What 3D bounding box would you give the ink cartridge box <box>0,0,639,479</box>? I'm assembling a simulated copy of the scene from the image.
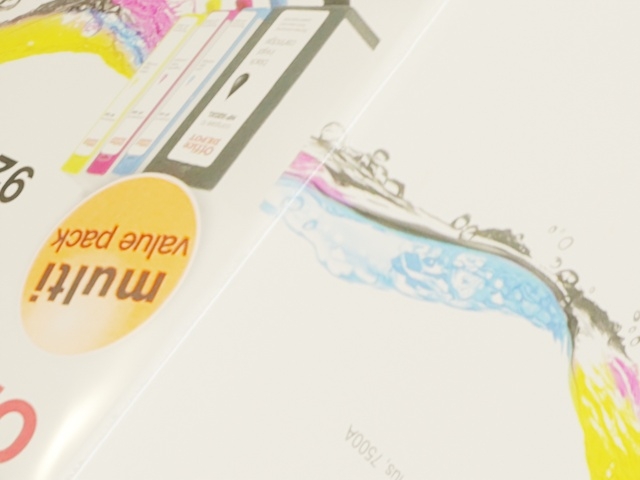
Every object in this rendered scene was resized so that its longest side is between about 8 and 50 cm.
[{"bbox_3d":[0.000,0.000,0.458,0.171,0.168,0.232,22,70,49],"label":"ink cartridge box"}]
